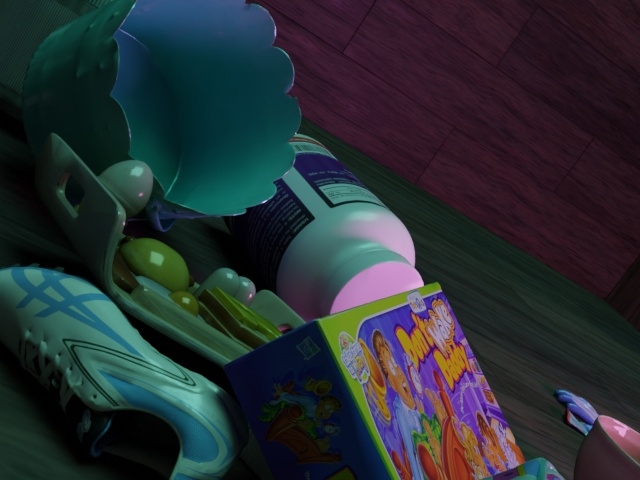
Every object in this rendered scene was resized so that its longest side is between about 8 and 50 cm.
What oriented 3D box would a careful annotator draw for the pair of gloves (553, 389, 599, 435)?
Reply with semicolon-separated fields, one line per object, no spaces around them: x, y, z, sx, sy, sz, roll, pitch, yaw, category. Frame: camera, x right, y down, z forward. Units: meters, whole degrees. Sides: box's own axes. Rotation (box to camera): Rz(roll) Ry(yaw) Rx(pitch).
0.477;0.319;1.480;0.159;0.023;0.198;35;13;2;pair of gloves

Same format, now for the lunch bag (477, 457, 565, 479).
0.129;0.263;0.428;0.279;0.108;0.224;64;16;4;lunch bag

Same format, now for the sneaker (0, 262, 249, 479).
-0.161;0.094;0.601;0.237;0.085;0.086;30;40;17;sneaker

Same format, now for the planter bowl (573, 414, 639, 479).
0.378;0.310;1.063;0.162;0.109;0.162;32;12;-8;planter bowl

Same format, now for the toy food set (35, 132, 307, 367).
-0.106;0.027;0.782;0.306;0.092;0.220;38;-1;-37;toy food set

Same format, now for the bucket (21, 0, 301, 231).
-0.174;-0.146;0.954;0.183;0.281;0.281;-6;-16;38;bucket

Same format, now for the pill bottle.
0.000;0.000;1.107;0.181;0.181;0.323;25;16;-36;pill bottle

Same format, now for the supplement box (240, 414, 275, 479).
-0.021;0.182;0.706;0.098;0.036;0.062;40;13;26;supplement box

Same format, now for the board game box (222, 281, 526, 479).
0.075;0.165;0.700;0.233;0.078;0.347;64;19;7;board game box

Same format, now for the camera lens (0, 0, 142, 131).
-0.317;-0.276;1.121;0.219;0.274;0.219;32;13;-8;camera lens
